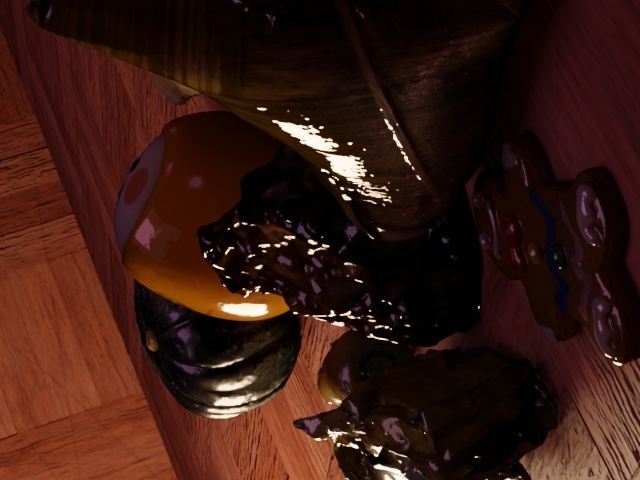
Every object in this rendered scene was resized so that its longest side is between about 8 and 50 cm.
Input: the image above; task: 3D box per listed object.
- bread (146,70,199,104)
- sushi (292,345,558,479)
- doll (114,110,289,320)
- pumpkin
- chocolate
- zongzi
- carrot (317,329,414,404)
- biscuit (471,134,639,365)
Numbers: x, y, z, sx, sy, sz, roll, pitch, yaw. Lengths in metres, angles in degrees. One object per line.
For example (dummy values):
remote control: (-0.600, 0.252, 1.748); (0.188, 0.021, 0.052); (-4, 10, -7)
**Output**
bread: (-0.076, -0.239, 1.310); (0.236, 0.165, 0.375); (69, 166, -6)
sushi: (0.074, 0.152, 1.288); (0.131, 0.139, 0.291); (65, 164, -3)
doll: (-0.071, -0.046, 1.542); (0.236, 0.213, 0.213); (-65, 17, -3)
pumpkin: (-0.115, 0.082, 1.854); (0.220, 0.162, 0.220); (55, 157, 36)
chocolate: (0.000, 0.000, 1.294); (0.224, 0.177, 0.206); (86, 160, -48)
zongzi: (-0.026, -0.094, 1.042); (0.286, 0.288, 0.134); (95, 159, -57)
carrot: (0.027, 0.125, 1.571); (0.298, 0.078, 0.078); (134, 117, -78)
biscuit: (0.139, 0.003, 1.073); (0.205, 0.031, 0.138); (-141, 35, -68)
